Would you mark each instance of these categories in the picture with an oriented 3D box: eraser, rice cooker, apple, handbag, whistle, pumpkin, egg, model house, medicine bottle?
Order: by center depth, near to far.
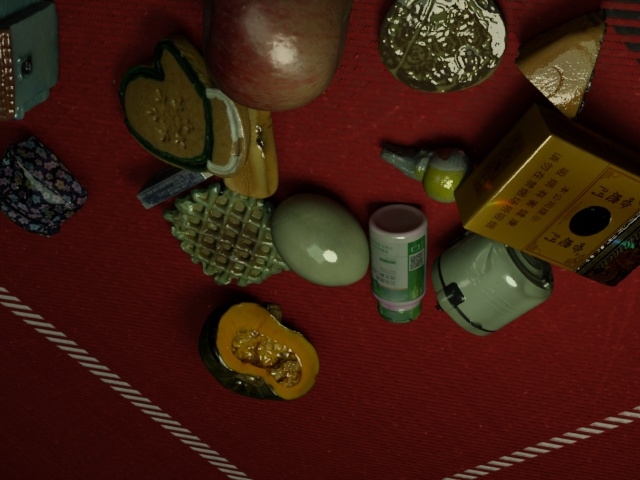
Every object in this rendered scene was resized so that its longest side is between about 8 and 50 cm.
[{"bbox_3d":[-0.069,-0.397,1.321,0.270,0.344,0.344,2,130,-15],"label":"apple"},{"bbox_3d":[-0.706,-0.365,1.484,0.252,0.329,0.294,13,127,-1],"label":"model house"},{"bbox_3d":[0.233,-0.159,1.557,0.223,0.123,0.122,26,130,14],"label":"whistle"},{"bbox_3d":[0.371,0.081,1.638,0.226,0.226,0.244,37,125,-14],"label":"rice cooker"},{"bbox_3d":[0.000,0.000,1.673,0.253,0.186,0.186,37,127,4],"label":"egg"},{"bbox_3d":[-0.320,-0.149,1.704,0.213,0.091,0.046,-23,117,26],"label":"eraser"},{"bbox_3d":[0.181,0.060,1.714,0.134,0.133,0.274,2,127,12],"label":"medicine bottle"},{"bbox_3d":[-0.688,-0.121,1.790,0.208,0.126,0.228,-28,116,37],"label":"handbag"},{"bbox_3d":[-0.181,0.279,1.947,0.325,0.242,0.232,39,155,-21],"label":"pumpkin"}]

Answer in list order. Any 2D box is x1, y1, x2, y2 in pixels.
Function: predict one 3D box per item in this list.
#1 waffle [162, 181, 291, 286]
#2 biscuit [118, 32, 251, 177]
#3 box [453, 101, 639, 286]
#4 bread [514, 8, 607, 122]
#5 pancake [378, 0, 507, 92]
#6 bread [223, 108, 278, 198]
[{"bbox_3d":[-0.212,-0.014,1.800,0.292,0.056,0.309,-17,122,25],"label":"waffle"},{"bbox_3d":[-0.290,-0.280,1.540,0.344,0.057,0.287,22,127,25],"label":"biscuit"},{"bbox_3d":[0.514,-0.077,1.475,0.416,0.115,0.264,21,128,-23],"label":"box"},{"bbox_3d":[0.469,-0.314,1.361,0.169,0.140,0.160,-24,112,27],"label":"bread"},{"bbox_3d":[0.233,-0.384,1.416,0.250,0.031,0.250,5,132,6],"label":"pancake"},{"bbox_3d":[-0.162,-0.237,1.596,0.142,0.091,0.305,14,130,23],"label":"bread"}]
